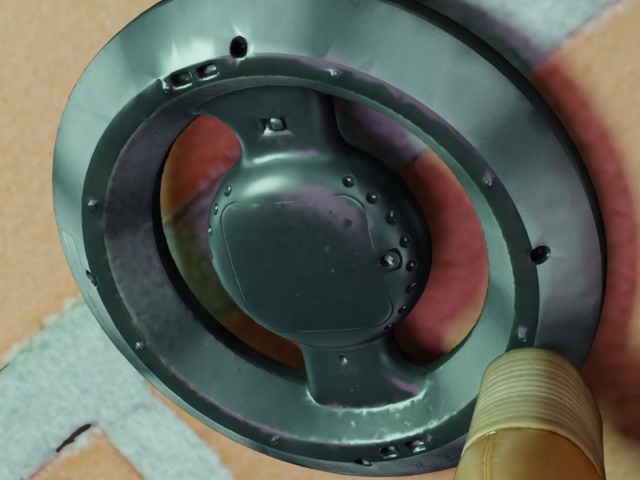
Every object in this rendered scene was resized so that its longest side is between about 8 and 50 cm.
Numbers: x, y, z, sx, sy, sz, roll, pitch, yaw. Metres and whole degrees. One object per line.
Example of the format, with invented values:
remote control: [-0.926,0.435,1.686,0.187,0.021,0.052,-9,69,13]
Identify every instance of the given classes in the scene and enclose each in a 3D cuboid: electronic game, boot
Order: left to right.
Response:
electronic game: [0.000,0.000,0.783,0.229,0.048,0.229,10,124,15]
boot: [0.105,0.153,0.734,0.073,0.152,0.197,-26,119,27]
